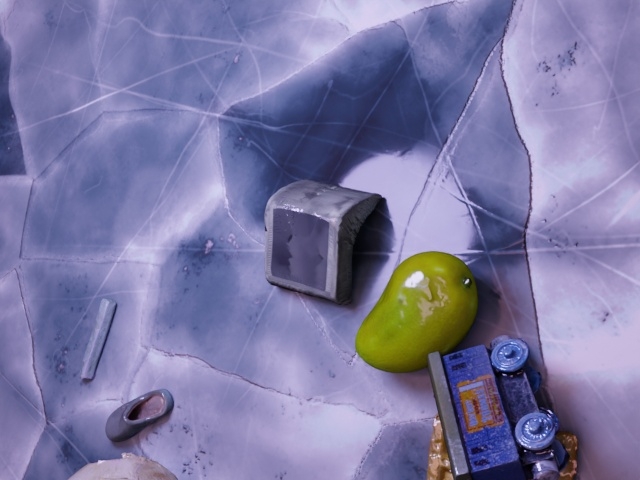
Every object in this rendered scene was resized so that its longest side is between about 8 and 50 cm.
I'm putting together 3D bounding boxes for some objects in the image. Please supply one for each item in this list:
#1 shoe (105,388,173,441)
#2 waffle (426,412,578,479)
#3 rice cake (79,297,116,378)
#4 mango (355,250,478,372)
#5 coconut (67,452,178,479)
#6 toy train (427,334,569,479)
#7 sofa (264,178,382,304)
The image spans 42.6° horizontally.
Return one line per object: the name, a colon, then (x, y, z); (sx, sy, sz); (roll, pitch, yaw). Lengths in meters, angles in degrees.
shoe: (-0.434, 0.402, 1.902); (0.195, 0.078, 0.079); (-29, 68, 15)
waffle: (0.334, 0.419, 1.517); (0.274, 0.057, 0.167); (4, 81, 27)
rice cake: (-0.547, 0.243, 2.017); (0.033, 0.033, 0.207); (16, 88, 39)
mango: (0.195, 0.148, 1.595); (0.185, 0.149, 0.273); (35, 102, 22)
coconut: (-0.432, 0.590, 1.746); (0.297, 0.297, 0.254); (-23, 78, 21)
toy train: (0.309, 0.311, 1.458); (0.202, 0.131, 0.299); (-20, 40, 11)
sofa: (0.000, 0.000, 1.765); (0.210, 0.176, 0.225); (12, 113, 29)
